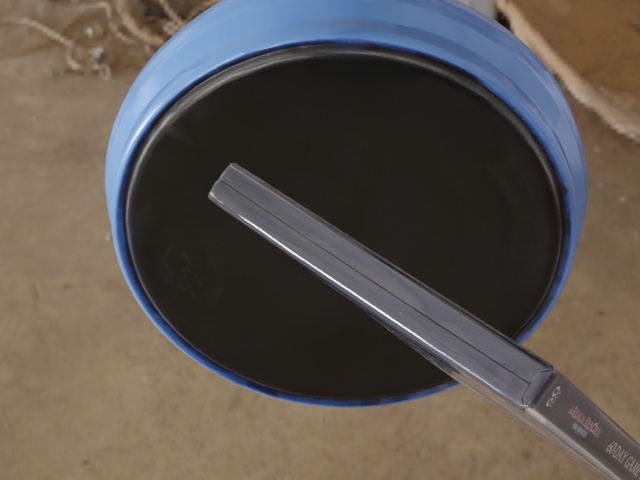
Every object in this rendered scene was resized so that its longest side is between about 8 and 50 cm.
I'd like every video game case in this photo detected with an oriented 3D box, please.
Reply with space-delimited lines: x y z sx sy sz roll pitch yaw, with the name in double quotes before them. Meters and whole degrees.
"video game case" 0.080 0.063 0.645 0.196 0.274 0.026 33 86 36

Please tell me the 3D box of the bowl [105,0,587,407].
"bowl" 0.019 -0.019 1.015 0.391 0.391 0.077 -1 37 4
